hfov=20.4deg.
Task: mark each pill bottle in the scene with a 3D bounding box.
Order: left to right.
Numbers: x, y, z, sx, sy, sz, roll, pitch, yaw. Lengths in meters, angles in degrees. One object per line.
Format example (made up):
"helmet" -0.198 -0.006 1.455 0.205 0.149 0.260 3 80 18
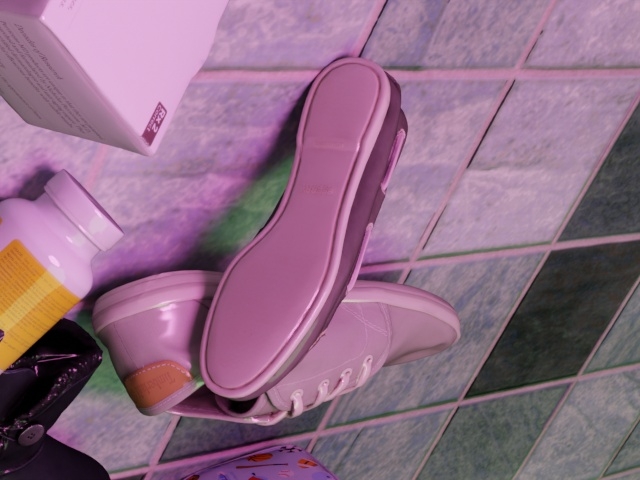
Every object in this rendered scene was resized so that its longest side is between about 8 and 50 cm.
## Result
"pill bottle" -0.250 0.031 1.438 0.184 0.103 0.103 -43 149 -1

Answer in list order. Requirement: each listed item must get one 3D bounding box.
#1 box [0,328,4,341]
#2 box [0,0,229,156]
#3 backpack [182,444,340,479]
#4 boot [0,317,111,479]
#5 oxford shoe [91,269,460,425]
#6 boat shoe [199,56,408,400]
"box" -0.378 0.146 1.331 0.247 0.142 0.163 -56 178 24
"box" -0.157 -0.184 1.207 0.181 0.119 0.182 -66 152 -19
"backpack" -0.067 0.358 1.901 0.263 0.276 0.213 -22 113 -20
"boot" -0.247 0.170 1.614 0.246 0.094 0.207 10 124 -46
"oxford shoe" -0.029 0.112 1.718 0.169 0.130 0.449 -30 158 38
"boat shoe" 0.000 0.000 1.581 0.095 0.112 0.335 45 63 -53
